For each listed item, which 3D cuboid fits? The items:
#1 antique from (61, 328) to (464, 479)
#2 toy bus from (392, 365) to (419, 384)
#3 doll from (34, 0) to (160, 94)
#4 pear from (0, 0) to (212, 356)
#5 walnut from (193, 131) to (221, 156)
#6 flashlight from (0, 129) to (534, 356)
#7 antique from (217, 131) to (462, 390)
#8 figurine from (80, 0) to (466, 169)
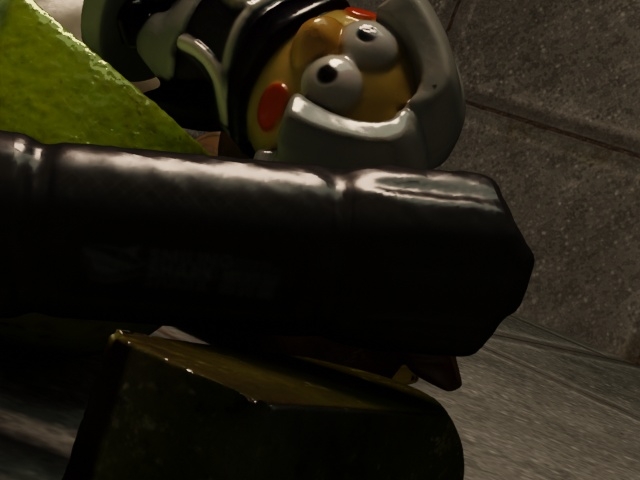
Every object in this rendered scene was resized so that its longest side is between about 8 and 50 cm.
[{"bbox_3d":[-0.008,0.097,0.520,0.081,0.080,0.221,21,4,32],"label":"antique"},{"bbox_3d":[-0.066,0.023,0.966,0.336,0.123,0.121,22,4,25],"label":"toy bus"},{"bbox_3d":[-0.308,-0.156,1.096,0.370,0.226,0.215,-24,9,-34],"label":"doll"},{"bbox_3d":[-0.166,-0.022,0.692,0.282,0.176,0.286,34,-6,44],"label":"pear"},{"bbox_3d":[-0.011,-0.024,1.150,0.273,0.273,0.227,16,42,-56],"label":"walnut"},{"bbox_3d":[-0.118,-0.003,0.512,0.424,0.103,0.103,6,6,-7],"label":"flashlight"},{"bbox_3d":[0.000,0.000,0.824,0.143,0.256,0.121,-16,-11,9],"label":"antique"},{"bbox_3d":[-0.017,-0.113,0.719,0.236,0.176,0.133,35,-18,24],"label":"figurine"}]
